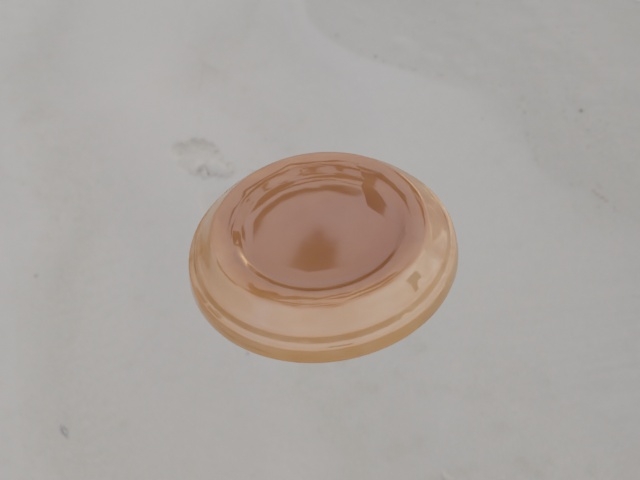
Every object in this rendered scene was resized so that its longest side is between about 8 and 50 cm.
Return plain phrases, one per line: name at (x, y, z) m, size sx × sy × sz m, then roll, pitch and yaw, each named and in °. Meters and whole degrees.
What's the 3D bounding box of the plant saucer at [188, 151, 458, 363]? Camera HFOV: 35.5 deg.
plant saucer at (0.000, 0.000, 0.728) m, size 0.199 × 0.037 × 0.200 m, roll -4°, pitch 46°, yaw 4°
